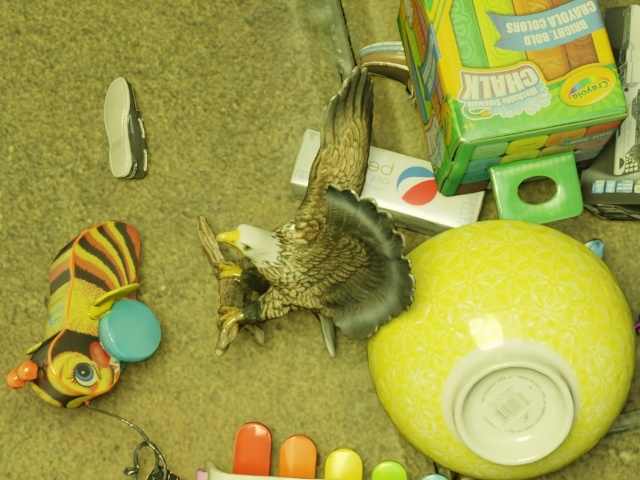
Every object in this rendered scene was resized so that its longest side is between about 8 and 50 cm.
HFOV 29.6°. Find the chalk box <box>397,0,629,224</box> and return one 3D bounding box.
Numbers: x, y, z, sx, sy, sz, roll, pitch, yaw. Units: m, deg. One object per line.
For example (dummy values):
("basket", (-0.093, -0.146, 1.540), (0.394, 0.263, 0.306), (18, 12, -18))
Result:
("chalk box", (0.203, -0.159, 1.285), (0.180, 0.179, 0.289), (-12, 75, -5))

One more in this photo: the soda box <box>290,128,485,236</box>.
("soda box", (0.077, -0.060, 1.389), (0.216, 0.074, 0.069), (16, 78, 6))

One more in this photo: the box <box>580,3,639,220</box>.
("box", (0.450, -0.143, 1.318), (0.307, 0.076, 0.242), (2, 76, 36))

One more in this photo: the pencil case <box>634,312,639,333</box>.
("pencil case", (0.423, 0.114, 1.342), (0.152, 0.064, 0.070), (36, 76, 10))

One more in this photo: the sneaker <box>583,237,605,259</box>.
("sneaker", (0.308, 0.078, 1.355), (0.073, 0.063, 0.162), (4, 87, 10))

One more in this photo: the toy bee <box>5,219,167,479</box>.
("toy bee", (-0.253, 0.109, 1.301), (0.195, 0.162, 0.298), (-52, 47, 29))

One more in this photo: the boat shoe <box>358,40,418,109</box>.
("boat shoe", (0.132, -0.186, 1.419), (0.183, 0.066, 0.066), (10, 80, 5))

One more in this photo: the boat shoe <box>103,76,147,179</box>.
("boat shoe", (-0.227, -0.132, 1.437), (0.046, 0.038, 0.125), (-25, 66, 40))

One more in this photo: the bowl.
("bowl", (0.188, 0.139, 1.233), (0.289, 0.156, 0.289), (1, 112, 3))

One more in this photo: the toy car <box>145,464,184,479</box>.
("toy car", (-0.177, 0.311, 1.335), (0.060, 0.040, 0.122), (16, 76, -16))

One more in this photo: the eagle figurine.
("eagle figurine", (-0.006, 0.001, 1.252), (0.298, 0.225, 0.226), (-38, 87, 29))

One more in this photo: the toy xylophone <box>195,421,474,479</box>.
("toy xylophone", (0.011, 0.334, 1.299), (0.323, 0.081, 0.236), (11, 91, 3))
